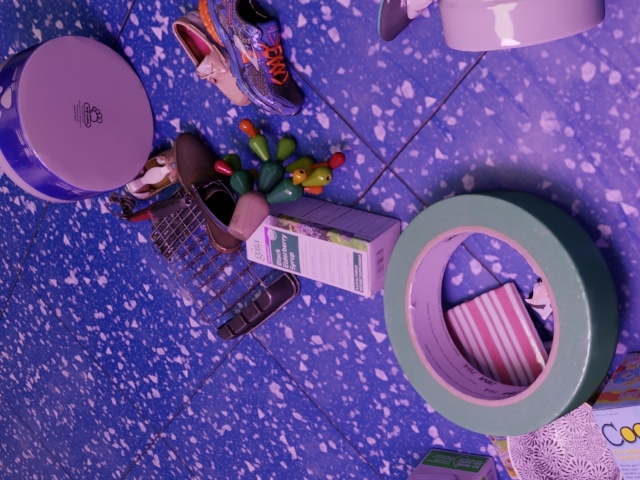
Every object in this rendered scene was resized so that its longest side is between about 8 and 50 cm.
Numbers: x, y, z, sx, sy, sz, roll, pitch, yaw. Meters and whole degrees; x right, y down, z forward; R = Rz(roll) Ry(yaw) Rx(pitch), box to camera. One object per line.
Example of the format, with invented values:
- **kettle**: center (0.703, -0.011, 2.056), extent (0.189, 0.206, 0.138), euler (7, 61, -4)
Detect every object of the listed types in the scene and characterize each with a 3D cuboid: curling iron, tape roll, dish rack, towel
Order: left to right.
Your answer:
- **curling iron**: center (-0.295, -0.057, 1.487), extent (0.068, 0.035, 0.274), euler (34, 161, -33)
- **dish rack**: center (-0.181, 0.036, 1.516), extent (0.271, 0.074, 0.208), euler (53, 134, 4)
- **towel**: center (0.234, 0.157, 1.251), extent (0.197, 0.029, 0.144), euler (-32, 77, 40)
- **tape roll**: center (0.228, 0.094, 1.144), extent (0.321, 0.077, 0.321), euler (11, 105, 44)

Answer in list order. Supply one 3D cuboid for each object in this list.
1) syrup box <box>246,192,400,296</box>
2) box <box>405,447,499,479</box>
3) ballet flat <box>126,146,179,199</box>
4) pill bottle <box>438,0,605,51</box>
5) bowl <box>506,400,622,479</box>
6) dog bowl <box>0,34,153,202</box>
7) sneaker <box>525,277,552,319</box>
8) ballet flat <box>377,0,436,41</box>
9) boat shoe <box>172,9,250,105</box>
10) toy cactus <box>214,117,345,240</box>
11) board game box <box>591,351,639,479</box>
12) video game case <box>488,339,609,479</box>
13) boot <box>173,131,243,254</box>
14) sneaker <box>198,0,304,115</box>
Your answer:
- **syrup box**: center (0.000, 0.000, 1.326), extent (0.237, 0.096, 0.093), euler (15, 121, 32)
- **box**: center (0.205, 0.508, 1.362), extent (0.127, 0.231, 0.261), euler (-2, 114, 40)
- **ballet flat**: center (-0.302, -0.114, 1.525), extent (0.206, 0.067, 0.073), euler (-24, 98, 45)
- **pill bottle**: center (0.183, -0.390, 0.872), extent (0.204, 0.204, 0.360), euler (5, 118, 37)
- **bowl**: center (0.346, 0.277, 1.170), extent (0.170, 0.080, 0.170), euler (11, 106, 43)
- **dog bowl**: center (-0.410, -0.198, 1.424), extent (0.104, 0.265, 0.264), euler (-9, 109, 40)
- **sneaker**: center (0.308, 0.059, 1.149), extent (0.044, 0.040, 0.109), euler (39, 133, 18)
- **ballet flat**: center (0.118, -0.333, 1.055), extent (0.074, 0.074, 0.203), euler (26, 126, 25)
- **boat shoe**: center (-0.169, -0.274, 1.328), extent (0.170, 0.059, 0.063), euler (53, 135, 1)
- **toy cactus**: center (-0.083, -0.087, 1.289), extent (0.219, 0.180, 0.112), euler (16, 157, 28)
- **board game box**: center (0.476, 0.282, 1.071), extent (0.144, 0.142, 0.275), euler (-18, 103, 44)
- **video game case**: center (0.328, 0.248, 1.254), extent (0.227, 0.026, 0.206), euler (-22, 99, 43)
- **boot**: center (-0.173, -0.092, 1.391), extent (0.219, 0.082, 0.106), euler (64, 162, 8)
- **sneaker**: center (-0.091, -0.279, 1.251), extent (0.087, 0.083, 0.221), euler (-29, 98, 37)
